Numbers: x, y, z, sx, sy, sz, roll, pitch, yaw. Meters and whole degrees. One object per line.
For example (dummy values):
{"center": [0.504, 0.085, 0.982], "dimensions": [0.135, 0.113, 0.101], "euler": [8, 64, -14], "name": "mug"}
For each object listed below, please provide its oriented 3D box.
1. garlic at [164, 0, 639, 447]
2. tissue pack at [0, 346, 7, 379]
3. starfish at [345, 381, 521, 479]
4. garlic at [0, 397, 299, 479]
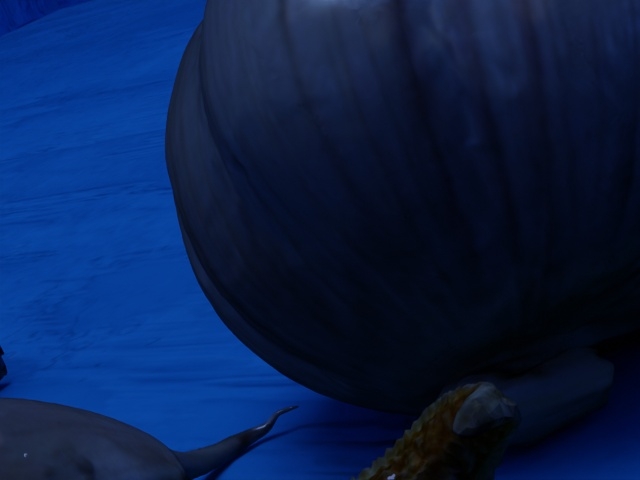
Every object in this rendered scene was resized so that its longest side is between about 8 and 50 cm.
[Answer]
{"center": [0.079, -0.053, 0.824], "dimensions": [0.322, 0.241, 0.322], "euler": [-31, 4, 2], "name": "garlic"}
{"center": [-0.290, 0.055, 1.068], "dimensions": [0.073, 0.173, 0.235], "euler": [-19, 13, 33], "name": "tissue pack"}
{"center": [-0.015, 0.126, 0.559], "dimensions": [0.312, 0.113, 0.303], "euler": [-21, 13, -15], "name": "starfish"}
{"center": [-0.129, 0.115, 0.819], "dimensions": [0.266, 0.129, 0.148], "euler": [-11, 25, -7], "name": "garlic"}
